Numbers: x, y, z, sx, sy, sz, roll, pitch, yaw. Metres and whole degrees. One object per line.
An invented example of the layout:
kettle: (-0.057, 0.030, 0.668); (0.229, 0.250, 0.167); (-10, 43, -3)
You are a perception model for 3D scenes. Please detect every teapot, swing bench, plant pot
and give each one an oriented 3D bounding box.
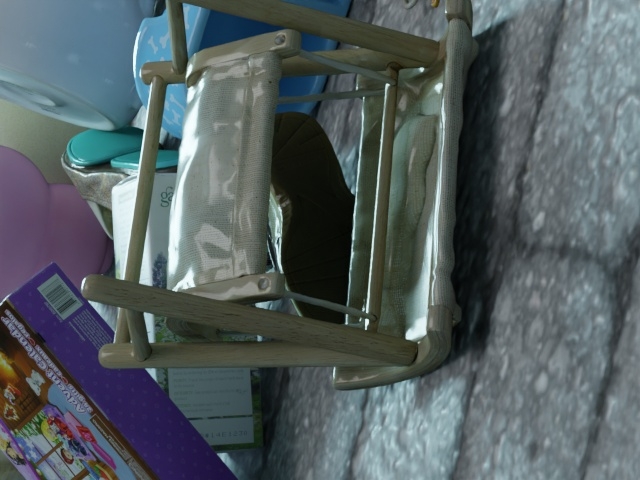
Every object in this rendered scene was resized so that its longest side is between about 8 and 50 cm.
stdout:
teapot: (-0.267, -0.234, 1.983); (0.252, 0.256, 0.187); (8, 75, 59)
swing bench: (-0.023, -0.039, 1.378); (0.165, 0.254, 0.253); (93, -177, -68)
plant pot: (-0.358, -0.129, 2.281); (0.284, 0.191, 0.284); (-166, 90, -69)

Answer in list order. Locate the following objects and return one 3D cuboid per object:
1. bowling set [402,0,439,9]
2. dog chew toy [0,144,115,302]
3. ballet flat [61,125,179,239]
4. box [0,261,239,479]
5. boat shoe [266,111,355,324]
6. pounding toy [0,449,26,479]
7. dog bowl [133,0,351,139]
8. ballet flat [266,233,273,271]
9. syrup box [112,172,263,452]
bowling set: (0.038, -0.327, 1.444); (0.154, 0.199, 0.287); (-163, 83, -67)
dog chew toy: (-0.382, -0.022, 2.082); (0.206, 0.331, 0.207); (-167, 90, -68)
ballet flat: (-0.190, -0.047, 1.955); (0.316, 0.107, 0.106); (-150, 49, -69)
box: (-0.171, 0.175, 1.557); (0.057, 0.293, 0.201); (-40, 0, -33)
boat shoe: (-0.001, 0.000, 1.503); (0.073, 0.080, 0.224); (84, 168, -54)
pounding toy: (-0.390, 0.232, 2.190); (0.269, 0.154, 0.155); (-118, 46, -60)
dog bowl: (-0.049, -0.214, 1.635); (0.074, 0.166, 0.297); (33, 108, 55)
ballet flat: (-0.053, 0.006, 1.675); (0.114, 0.041, 0.041); (-131, 57, -64)
syrup box: (-0.113, 0.063, 1.631); (0.096, 0.093, 0.237); (162, 105, -65)
